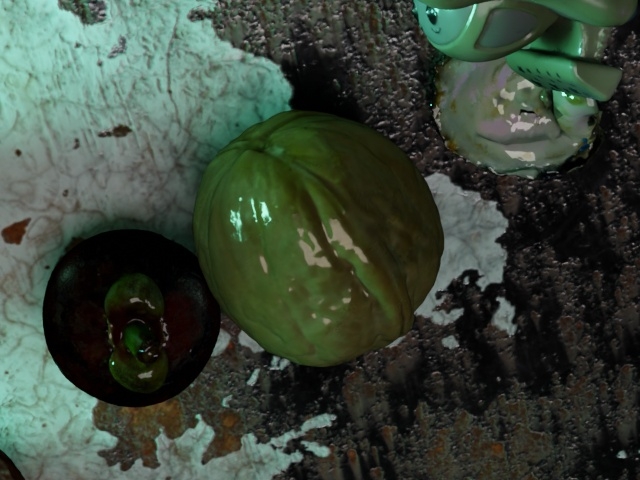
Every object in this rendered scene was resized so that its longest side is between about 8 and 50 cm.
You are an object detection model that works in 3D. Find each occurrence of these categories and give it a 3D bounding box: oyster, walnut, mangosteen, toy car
[{"bbox_3d":[0.252,-0.174,2.026,0.260,0.092,0.198,24,109,-15],"label":"oyster"},{"bbox_3d":[0.002,0.000,1.931,0.252,0.277,0.313,-14,123,31],"label":"walnut"},{"bbox_3d":[-0.219,0.102,1.944,0.216,0.216,0.216,-8,120,-14],"label":"mangosteen"},{"bbox_3d":[0.165,-0.287,1.819,0.336,0.242,0.226,4,100,-24],"label":"toy car"}]

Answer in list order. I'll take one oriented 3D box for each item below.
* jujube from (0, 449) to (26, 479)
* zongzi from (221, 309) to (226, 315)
[{"bbox_3d":[-0.442,0.357,2.030,0.197,0.197,0.290,-13,135,-11],"label":"jujube"},{"bbox_3d":[-0.124,0.037,2.050,0.052,0.113,0.104,-11,81,-9],"label":"zongzi"}]
